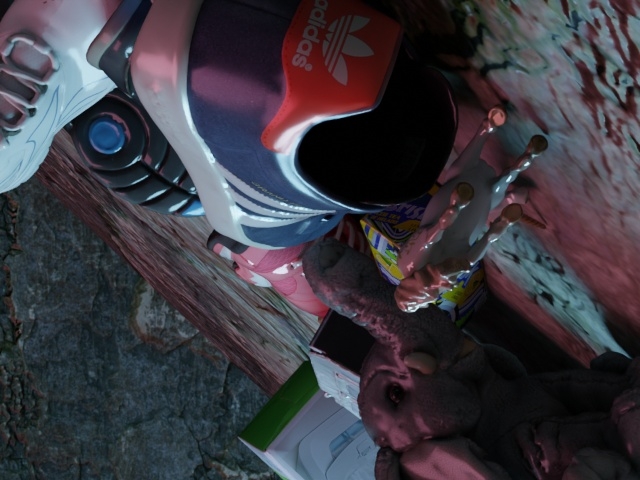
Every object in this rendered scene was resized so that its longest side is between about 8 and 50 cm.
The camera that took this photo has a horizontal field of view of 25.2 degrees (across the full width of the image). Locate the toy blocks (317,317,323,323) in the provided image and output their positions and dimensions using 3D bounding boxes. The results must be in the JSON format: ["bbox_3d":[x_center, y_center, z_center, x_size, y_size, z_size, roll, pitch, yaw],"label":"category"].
[{"bbox_3d":[0.040,0.080,1.431,0.148,0.054,0.123,44,170,-10],"label":"toy blocks"}]

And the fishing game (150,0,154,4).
[{"bbox_3d":[-0.094,-0.167,0.897,0.189,0.041,0.264,58,-177,18],"label":"fishing game"}]

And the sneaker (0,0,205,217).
[{"bbox_3d":[-0.206,-0.158,1.309,0.341,0.125,0.139,41,-163,-5],"label":"sneaker"}]

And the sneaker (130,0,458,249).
[{"bbox_3d":[0.009,-0.056,0.840,0.148,0.131,0.350,17,173,14],"label":"sneaker"}]

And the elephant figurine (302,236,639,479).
[{"bbox_3d":[0.097,0.119,0.933,0.239,0.186,0.169,12,173,10],"label":"elephant figurine"}]

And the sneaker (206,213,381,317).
[{"bbox_3d":[0.000,0.000,1.185,0.136,0.116,0.314,31,175,8],"label":"sneaker"}]

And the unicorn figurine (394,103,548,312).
[{"bbox_3d":[0.083,-0.018,0.784,0.060,0.162,0.111,46,143,10],"label":"unicorn figurine"}]

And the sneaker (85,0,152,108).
[{"bbox_3d":[-0.099,-0.126,1.087,0.118,0.083,0.222,36,178,4],"label":"sneaker"}]

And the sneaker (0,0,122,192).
[{"bbox_3d":[-0.245,-0.115,1.173,0.111,0.297,0.129,38,-146,-4],"label":"sneaker"}]

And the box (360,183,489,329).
[{"bbox_3d":[0.078,0.015,1.032,0.059,0.054,0.169,37,168,23],"label":"box"}]

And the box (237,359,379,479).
[{"bbox_3d":[0.045,0.247,1.500,0.231,0.127,0.262,42,171,-3],"label":"box"}]

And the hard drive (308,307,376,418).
[{"bbox_3d":[0.152,0.166,1.160,0.339,0.064,0.237,30,169,9],"label":"hard drive"}]
